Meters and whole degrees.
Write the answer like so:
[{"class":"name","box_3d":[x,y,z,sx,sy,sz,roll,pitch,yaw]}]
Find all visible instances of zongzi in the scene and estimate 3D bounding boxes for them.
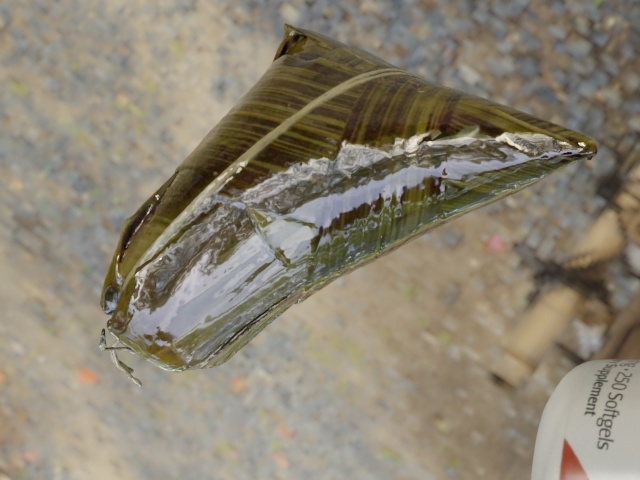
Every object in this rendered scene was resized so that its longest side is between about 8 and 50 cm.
[{"class":"zongzi","box_3d":[0.000,0.000,1.005,0.241,0.248,0.111,24,159,51]}]

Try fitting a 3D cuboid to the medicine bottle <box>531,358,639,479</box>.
[{"class":"medicine bottle","box_3d":[0.259,0.136,0.861,0.288,0.157,0.157,-2,139,26]}]
